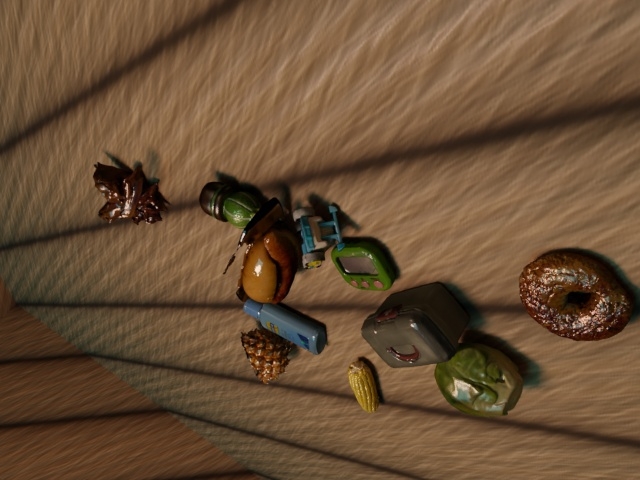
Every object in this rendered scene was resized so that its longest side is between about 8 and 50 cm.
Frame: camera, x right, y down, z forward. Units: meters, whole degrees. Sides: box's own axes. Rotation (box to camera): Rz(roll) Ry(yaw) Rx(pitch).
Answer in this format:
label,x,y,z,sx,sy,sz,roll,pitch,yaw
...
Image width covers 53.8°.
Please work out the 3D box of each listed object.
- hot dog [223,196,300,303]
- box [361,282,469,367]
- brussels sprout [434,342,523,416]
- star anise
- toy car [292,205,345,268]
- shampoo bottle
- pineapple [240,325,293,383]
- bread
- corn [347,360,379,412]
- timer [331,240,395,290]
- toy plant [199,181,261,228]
label,x,y,z,sx,sy,sz,roll,pitch,yaw
hot dog,-0.117,0.061,1.482,0.107,0.194,0.326,37,160,17
box,0.203,0.187,1.359,0.148,0.129,0.210,49,145,-12
brussels sprout,0.336,0.300,1.352,0.181,0.144,0.161,36,113,29
star anise,-0.527,-0.126,1.725,0.237,0.148,0.346,50,156,-17
toy car,0.000,0.000,1.390,0.161,0.098,0.126,83,176,-73
shampoo bottle,-0.105,0.233,1.786,0.258,0.061,0.104,24,142,26
pineapple,-0.141,0.326,1.881,0.161,0.137,0.176,60,-177,-43
bread,0.435,0.101,1.090,0.193,0.064,0.193,24,140,22
corn,0.121,0.406,1.753,0.067,0.067,0.206,15,141,35
timer,0.095,0.055,1.393,0.140,0.047,0.128,-2,130,46
toy plant,-0.206,-0.080,1.500,0.162,0.093,0.093,24,143,24
